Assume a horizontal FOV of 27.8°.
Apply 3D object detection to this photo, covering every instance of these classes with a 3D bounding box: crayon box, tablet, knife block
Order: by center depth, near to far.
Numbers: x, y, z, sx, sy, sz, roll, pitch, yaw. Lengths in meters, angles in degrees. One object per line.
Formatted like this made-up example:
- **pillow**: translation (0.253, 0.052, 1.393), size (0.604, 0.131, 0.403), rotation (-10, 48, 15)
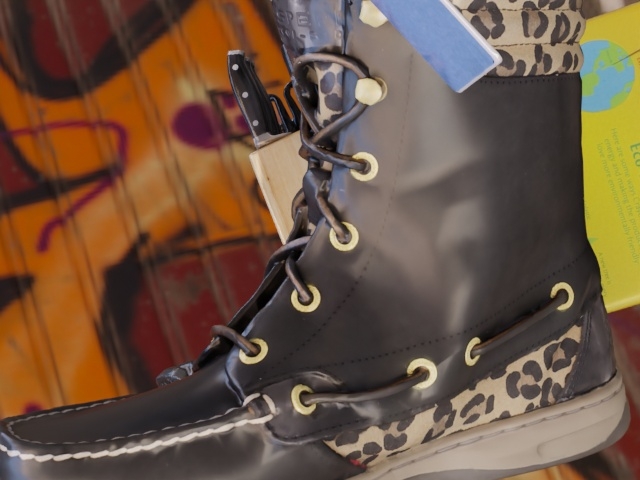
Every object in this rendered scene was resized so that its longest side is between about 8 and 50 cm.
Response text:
- **tablet**: translation (0.036, -0.095, 0.513), size (0.083, 0.006, 0.054), rotation (46, 167, -3)
- **crayon box**: translation (0.171, -0.040, 0.929), size (0.081, 0.319, 0.202), rotation (1, -108, -74)
- **knife block**: translation (-0.008, -0.054, 1.206), size (0.242, 0.088, 0.275), rotation (60, -169, -29)

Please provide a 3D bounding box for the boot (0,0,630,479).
- **boot**: translation (0.000, 0.000, 0.699), size (0.138, 0.378, 0.284), rotation (-157, 63, -67)

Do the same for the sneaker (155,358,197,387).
- **sneaker**: translation (-0.089, 0.129, 1.314), size (0.170, 0.089, 0.051), rotation (-7, 120, 49)
